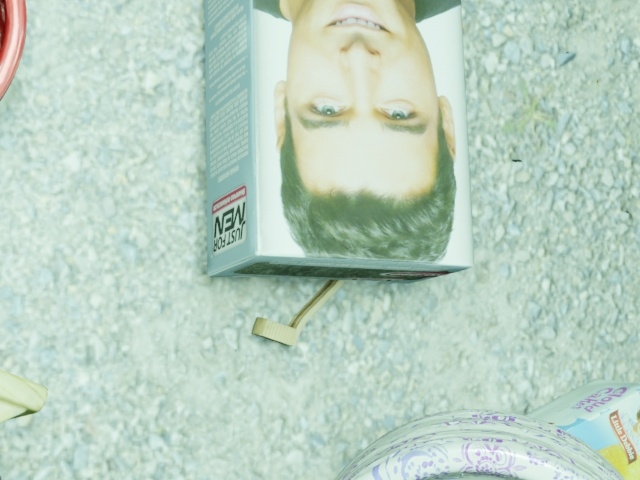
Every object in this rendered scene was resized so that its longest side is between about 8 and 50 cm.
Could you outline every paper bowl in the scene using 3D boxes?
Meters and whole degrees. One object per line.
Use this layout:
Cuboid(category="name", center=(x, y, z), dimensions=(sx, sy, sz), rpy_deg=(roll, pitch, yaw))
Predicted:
Cuboid(category="paper bowl", center=(0.128, 0.272, 0.914), dimensions=(0.284, 0.148, 0.284), rpy_deg=(2, 99, 10))

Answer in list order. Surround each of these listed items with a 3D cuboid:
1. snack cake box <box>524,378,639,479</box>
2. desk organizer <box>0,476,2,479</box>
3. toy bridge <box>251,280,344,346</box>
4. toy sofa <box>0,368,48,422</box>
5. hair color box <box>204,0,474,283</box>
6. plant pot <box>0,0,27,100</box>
Cuboid(category="snack cake box", center=(0.258, 0.277, 1.049), dimensions=(0.152, 0.089, 0.264), rpy_deg=(-21, 96, -24))
Cuboid(category="desk organizer", center=(-0.271, 0.130, 0.827), dimensions=(0.047, 0.050, 0.130), rpy_deg=(-19, 95, -26))
Cuboid(category="toy bridge", center=(0.000, 0.000, 0.977), dimensions=(0.063, 0.026, 0.188), rpy_deg=(22, 78, -23))
Cuboid(category="toy sofa", center=(-0.315, 0.217, 0.658), dimensions=(0.177, 0.150, 0.362), rpy_deg=(27, 66, -22))
Cuboid(category="hair color box", center=(0.010, -0.158, 0.923), dimensions=(0.185, 0.113, 0.374), rpy_deg=(3, 80, -25))
Cuboid(category="plant pot", center=(-0.304, -0.137, 0.758), dimensions=(0.191, 0.174, 0.191), rpy_deg=(2, 86, -26))
